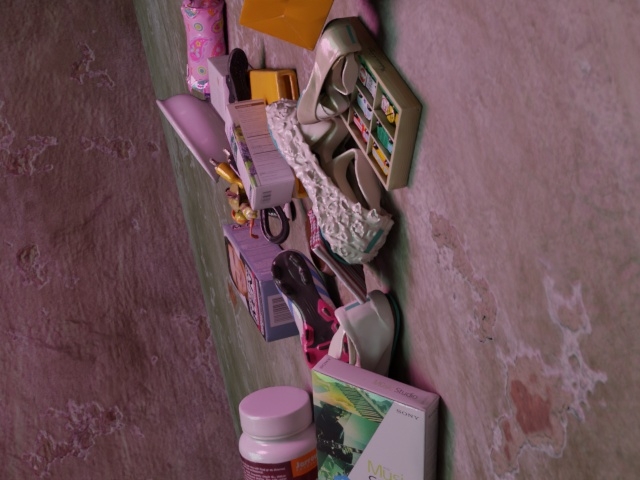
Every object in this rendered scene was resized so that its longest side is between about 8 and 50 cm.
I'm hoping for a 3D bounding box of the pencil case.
[{"bbox_3d":[-0.327,-0.550,2.335,0.124,0.124,0.284,-119,24,-44],"label":"pencil case"}]

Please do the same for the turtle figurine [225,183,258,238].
[{"bbox_3d":[-0.198,-0.133,2.095,0.269,0.087,0.217,-106,19,-69],"label":"turtle figurine"}]

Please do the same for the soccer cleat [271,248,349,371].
[{"bbox_3d":[-0.002,0.168,1.840,0.331,0.116,0.143,66,-168,10],"label":"soccer cleat"}]

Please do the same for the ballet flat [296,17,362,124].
[{"bbox_3d":[0.018,-0.256,1.374,0.248,0.086,0.086,109,145,-57],"label":"ballet flat"}]

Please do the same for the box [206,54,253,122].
[{"bbox_3d":[-0.231,-0.401,2.174,0.170,0.091,0.130,-126,29,-54],"label":"box"}]

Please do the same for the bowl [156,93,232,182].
[{"bbox_3d":[-0.344,-0.325,2.439,0.298,0.134,0.298,53,176,5],"label":"bowl"}]

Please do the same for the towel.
[{"bbox_3d":[0.030,0.025,1.518,0.144,0.029,0.197,48,-164,-19],"label":"towel"}]

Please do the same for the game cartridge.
[{"bbox_3d":[-0.105,-0.261,1.950,0.324,0.053,0.285,-144,44,-69],"label":"game cartridge"}]

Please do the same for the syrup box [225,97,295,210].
[{"bbox_3d":[-0.139,-0.194,1.847,0.093,0.096,0.237,104,148,-58],"label":"syrup box"}]

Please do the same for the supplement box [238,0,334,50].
[{"bbox_3d":[-0.026,-0.439,1.279,0.191,0.129,0.194,126,162,-68],"label":"supplement box"}]

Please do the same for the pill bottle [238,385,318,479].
[{"bbox_3d":[-0.095,0.605,2.208,0.224,0.224,0.392,-148,48,-67],"label":"pill bottle"}]

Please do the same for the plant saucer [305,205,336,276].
[{"bbox_3d":[0.000,0.000,1.814,0.168,0.029,0.168,169,90,-73],"label":"plant saucer"}]

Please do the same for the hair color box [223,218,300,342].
[{"bbox_3d":[-0.159,0.099,2.252,0.374,0.114,0.185,-131,33,-59],"label":"hair color box"}]

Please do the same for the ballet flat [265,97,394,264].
[{"bbox_3d":[0.028,-0.139,1.511,0.147,0.147,0.409,101,149,-53],"label":"ballet flat"}]

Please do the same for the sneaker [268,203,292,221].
[{"bbox_3d":[-0.114,-0.074,2.066,0.158,0.065,0.061,-162,63,-72],"label":"sneaker"}]

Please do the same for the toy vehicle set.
[{"bbox_3d":[0.084,-0.229,1.365,0.166,0.035,0.267,96,156,-45],"label":"toy vehicle set"}]

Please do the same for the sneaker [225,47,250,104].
[{"bbox_3d":[-0.207,-0.398,2.019,0.089,0.051,0.170,-128,26,-50],"label":"sneaker"}]

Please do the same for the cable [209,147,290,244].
[{"bbox_3d":[-0.136,-0.127,1.940,0.287,0.139,0.072,54,-177,13],"label":"cable"}]

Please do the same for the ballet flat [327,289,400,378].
[{"bbox_3d":[0.073,0.269,1.588,0.139,0.139,0.400,-125,28,-52],"label":"ballet flat"}]

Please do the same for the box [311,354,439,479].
[{"bbox_3d":[0.098,0.382,1.504,0.232,0.058,0.322,15,122,30],"label":"box"}]
